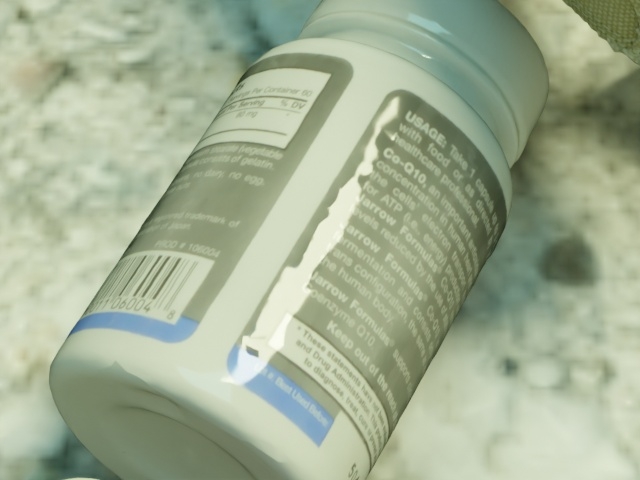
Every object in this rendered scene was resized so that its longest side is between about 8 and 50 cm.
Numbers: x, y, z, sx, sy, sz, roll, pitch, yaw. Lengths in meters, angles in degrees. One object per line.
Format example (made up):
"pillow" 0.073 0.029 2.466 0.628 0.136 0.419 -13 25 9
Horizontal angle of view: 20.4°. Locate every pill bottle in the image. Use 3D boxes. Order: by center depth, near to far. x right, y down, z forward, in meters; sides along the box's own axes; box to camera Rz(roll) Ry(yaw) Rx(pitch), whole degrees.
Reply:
"pill bottle" 0.000 0.000 0.440 0.078 0.078 0.137 24 61 15

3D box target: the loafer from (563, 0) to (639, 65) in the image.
"loafer" 0.044 -0.126 0.461 0.101 0.092 0.268 -5 35 -22

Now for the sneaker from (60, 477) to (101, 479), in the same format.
"sneaker" -0.009 0.119 0.351 0.068 0.071 0.170 -42 92 -5
